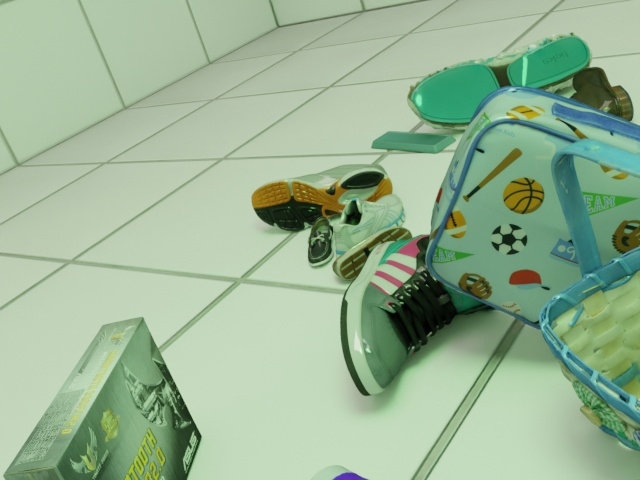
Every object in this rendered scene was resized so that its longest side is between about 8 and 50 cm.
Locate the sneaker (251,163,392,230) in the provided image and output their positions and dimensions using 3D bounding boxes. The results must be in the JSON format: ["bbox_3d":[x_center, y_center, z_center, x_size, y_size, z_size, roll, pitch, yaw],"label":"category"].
[{"bbox_3d":[0.005,-0.088,1.352,0.263,0.099,0.121,-6,19,9],"label":"sneaker"}]

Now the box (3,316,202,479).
[{"bbox_3d":[-0.206,0.218,0.747,0.056,0.183,0.231,-12,25,13],"label":"box"}]

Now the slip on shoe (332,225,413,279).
[{"bbox_3d":[0.079,0.018,1.126,0.135,0.051,0.041,-32,16,-15],"label":"slip on shoe"}]

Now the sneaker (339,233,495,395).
[{"bbox_3d":[0.140,0.072,0.895,0.179,0.123,0.295,-18,22,24],"label":"sneaker"}]

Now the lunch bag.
[{"bbox_3d":[0.277,-0.021,0.759,0.304,0.243,0.115,19,33,3],"label":"lunch bag"}]

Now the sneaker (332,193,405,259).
[{"bbox_3d":[0.080,-0.042,1.202,0.071,0.082,0.190,-2,28,34],"label":"sneaker"}]

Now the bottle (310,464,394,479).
[{"bbox_3d":[0.093,0.260,0.563,0.118,0.092,0.283,-34,29,-31],"label":"bottle"}]

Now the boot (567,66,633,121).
[{"bbox_3d":[0.499,-0.273,1.391,0.106,0.082,0.219,-14,27,2],"label":"boot"}]

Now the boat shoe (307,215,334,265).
[{"bbox_3d":[0.000,0.000,1.220,0.046,0.038,0.125,-10,26,17],"label":"boat shoe"}]

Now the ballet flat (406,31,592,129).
[{"bbox_3d":[0.380,-0.323,1.557,0.409,0.147,0.147,-17,25,-4],"label":"ballet flat"}]

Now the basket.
[{"bbox_3d":[0.305,0.067,0.580,0.201,0.288,0.255,-26,25,-14],"label":"basket"}]

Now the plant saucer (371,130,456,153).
[{"bbox_3d":[0.193,-0.211,1.547,0.067,0.018,0.192,-35,30,-30],"label":"plant saucer"}]
